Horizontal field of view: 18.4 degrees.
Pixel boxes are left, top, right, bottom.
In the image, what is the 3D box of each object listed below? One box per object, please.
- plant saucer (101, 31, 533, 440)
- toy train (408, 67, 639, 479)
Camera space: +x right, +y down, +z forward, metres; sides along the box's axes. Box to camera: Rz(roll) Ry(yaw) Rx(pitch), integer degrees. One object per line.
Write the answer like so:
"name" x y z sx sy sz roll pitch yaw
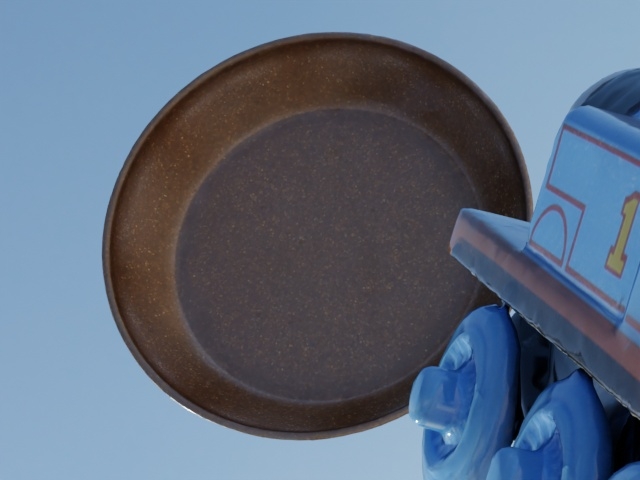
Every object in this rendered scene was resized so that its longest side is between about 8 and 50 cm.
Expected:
"plant saucer" 0.000 0.000 0.899 0.198 0.198 0.036 -62 -21 -14
"toy train" 0.073 0.020 0.344 0.184 0.080 0.105 -128 54 -74
